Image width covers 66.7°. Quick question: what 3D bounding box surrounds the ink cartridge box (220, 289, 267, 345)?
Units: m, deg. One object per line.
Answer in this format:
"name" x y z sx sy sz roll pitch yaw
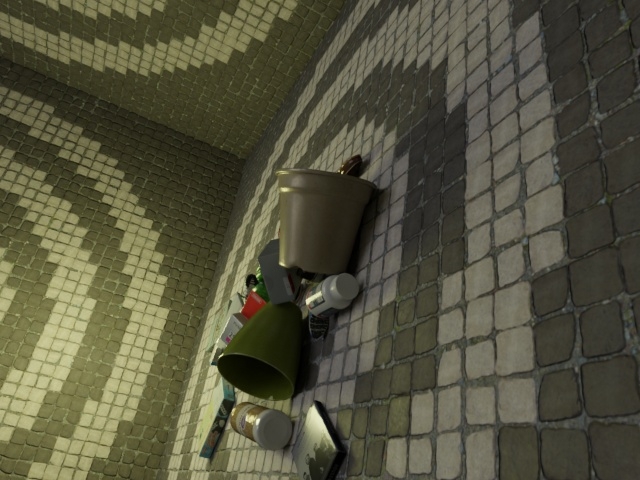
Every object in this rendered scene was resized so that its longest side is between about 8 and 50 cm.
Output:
"ink cartridge box" -0.248 0.367 1.892 0.275 0.060 0.239 38 111 28

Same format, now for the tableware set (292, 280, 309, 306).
"tableware set" -0.085 0.157 1.934 0.194 0.039 0.128 -68 19 4

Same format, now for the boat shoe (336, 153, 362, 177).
"boat shoe" 0.103 -0.245 1.816 0.073 0.073 0.207 65 149 11

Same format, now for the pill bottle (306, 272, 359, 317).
"pill bottle" 0.039 0.166 1.490 0.180 0.108 0.108 -39 36 55

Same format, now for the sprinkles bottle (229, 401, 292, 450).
"sprinkles bottle" -0.212 0.630 1.670 0.355 0.121 0.121 -28 45 63

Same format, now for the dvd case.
"dvd case" -0.012 0.577 1.326 0.179 0.029 0.239 -67 19 7

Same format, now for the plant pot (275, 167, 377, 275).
"plant pot" -0.006 -0.050 1.580 0.334 0.334 0.305 -173 93 -70

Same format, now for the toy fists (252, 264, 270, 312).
"toy fists" -0.213 0.189 2.031 0.096 0.142 0.279 -25 47 49

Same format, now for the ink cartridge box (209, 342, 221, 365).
"ink cartridge box" -0.441 0.481 2.055 0.083 0.028 0.048 -69 21 3

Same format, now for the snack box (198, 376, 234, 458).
"snack box" -0.499 0.838 2.311 0.322 0.060 0.187 -66 19 8

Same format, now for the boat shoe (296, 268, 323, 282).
"boat shoe" -0.001 -0.001 1.771 0.306 0.105 0.113 -66 20 9

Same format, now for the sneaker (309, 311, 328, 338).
"sneaker" -0.008 0.263 1.619 0.162 0.063 0.073 -84 6 -47

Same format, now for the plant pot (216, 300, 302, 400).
"plant pot" -0.175 0.355 1.697 0.275 0.275 0.293 -48 14 46

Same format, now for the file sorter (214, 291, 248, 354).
"file sorter" -0.329 0.405 2.129 0.277 0.173 0.193 -67 20 7

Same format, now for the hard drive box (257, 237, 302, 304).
"hard drive box" -0.141 0.103 1.765 0.232 0.089 0.181 -70 -34 -73

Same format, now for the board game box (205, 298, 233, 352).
"board game box" -0.534 0.487 2.711 0.303 0.097 0.224 -44 32 53

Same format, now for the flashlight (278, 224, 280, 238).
"flashlight" -0.140 0.024 2.077 0.304 0.103 0.103 -88 12 -60

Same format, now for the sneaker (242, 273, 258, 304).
"sneaker" -0.379 0.280 2.535 0.106 0.078 0.234 -51 28 36
